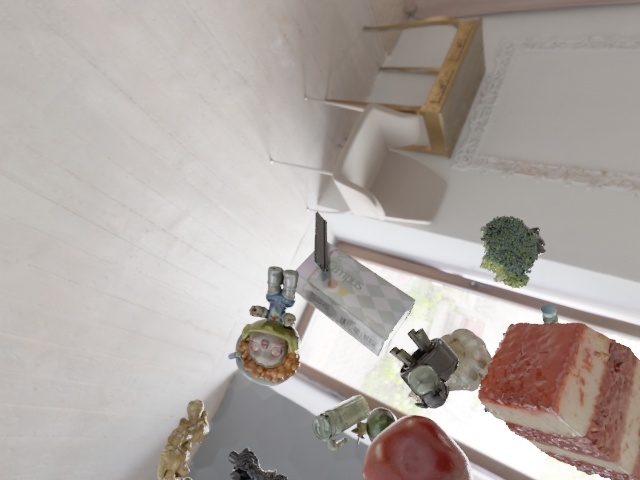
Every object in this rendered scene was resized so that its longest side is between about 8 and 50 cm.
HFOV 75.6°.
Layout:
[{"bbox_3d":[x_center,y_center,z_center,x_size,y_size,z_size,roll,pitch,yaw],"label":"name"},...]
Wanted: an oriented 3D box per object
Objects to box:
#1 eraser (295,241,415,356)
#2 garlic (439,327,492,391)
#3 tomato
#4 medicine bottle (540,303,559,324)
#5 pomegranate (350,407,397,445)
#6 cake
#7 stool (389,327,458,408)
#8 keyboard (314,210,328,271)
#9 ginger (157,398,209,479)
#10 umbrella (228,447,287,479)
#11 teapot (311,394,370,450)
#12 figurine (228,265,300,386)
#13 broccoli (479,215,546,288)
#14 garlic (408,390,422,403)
[{"bbox_3d":[0.100,0.184,1.407,0.213,0.396,0.082,-47,154,-20],"label":"eraser"},{"bbox_3d":[0.486,0.425,1.387,0.212,0.218,0.219,40,68,-31],"label":"garlic"},{"bbox_3d":[0.300,0.725,1.286,0.324,0.293,0.290,-17,135,-14],"label":"tomato"},{"bbox_3d":[0.802,0.304,1.429,0.051,0.051,0.191,-49,124,-35],"label":"medicine bottle"},{"bbox_3d":[0.218,0.721,1.578,0.148,0.169,0.149,52,24,-35],"label":"pomegranate"},{"bbox_3d":[0.604,0.370,1.000,0.270,0.319,0.269,-57,-171,-22],"label":"cake"},{"bbox_3d":[0.218,0.269,0.877,0.125,0.121,0.217,-43,177,19],"label":"stool"},{"bbox_3d":[-0.001,0.000,1.407,0.072,0.023,0.231,47,31,-40],"label":"keyboard"},{"bbox_3d":[-0.293,0.447,0.896,0.176,0.052,0.194,63,16,-67],"label":"ginger"},{"bbox_3d":[-0.267,0.957,1.689,0.122,0.272,0.110,-58,160,-18],"label":"umbrella"},{"bbox_3d":[0.065,0.538,1.216,0.200,0.077,0.107,3,64,-51],"label":"teapot"},{"bbox_3d":[-0.129,0.273,1.330,0.382,0.224,0.205,-65,177,14],"label":"figurine"},{"bbox_3d":[0.709,0.050,1.545,0.246,0.263,0.243,-24,157,-10],"label":"broccoli"},{"bbox_3d":[0.400,0.547,1.552,0.124,0.174,0.099,-50,-168,40],"label":"garlic"}]
